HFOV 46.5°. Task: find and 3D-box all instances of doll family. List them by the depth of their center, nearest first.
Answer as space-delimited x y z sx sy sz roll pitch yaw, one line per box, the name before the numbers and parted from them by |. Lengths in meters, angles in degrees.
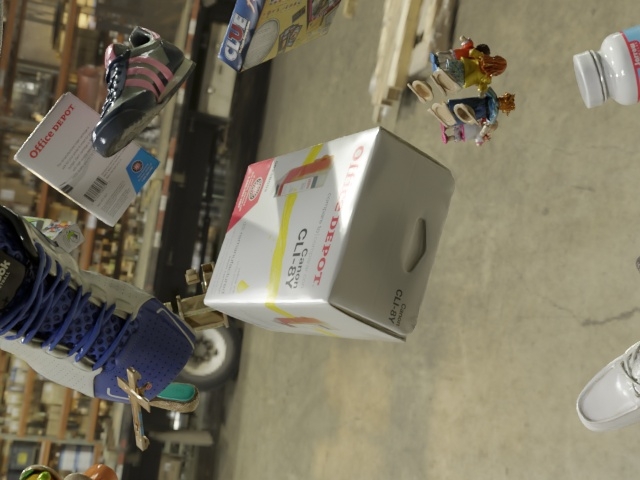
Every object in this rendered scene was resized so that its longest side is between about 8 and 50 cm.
doll family | 0.356 -0.332 1.697 0.118 0.163 0.263 -108 7 -72

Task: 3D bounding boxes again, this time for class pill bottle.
pill bottle | 0.383 -0.209 0.862 0.087 0.160 0.087 -16 -90 -76

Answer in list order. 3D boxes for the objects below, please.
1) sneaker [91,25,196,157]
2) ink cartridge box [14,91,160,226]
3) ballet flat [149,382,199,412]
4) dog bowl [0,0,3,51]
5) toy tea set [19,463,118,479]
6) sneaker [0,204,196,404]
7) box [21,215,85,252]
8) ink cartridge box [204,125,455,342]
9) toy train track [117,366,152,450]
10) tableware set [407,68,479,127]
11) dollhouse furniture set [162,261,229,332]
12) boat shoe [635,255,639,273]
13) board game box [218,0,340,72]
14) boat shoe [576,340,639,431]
sneaker | -0.322 -0.252 1.232 0.112 0.131 0.319 -40 17 31
ink cartridge box | -0.416 -0.144 1.331 0.148 0.203 0.086 -55 23 -10
ballet flat | -0.354 0.330 1.590 0.067 0.206 0.073 85 -159 -45
dog bowl | -0.439 -0.344 0.872 0.265 0.104 0.265 179 90 -72
toy tea set | -0.477 0.517 1.291 0.124 0.200 0.336 -63 -3 -67
sneaker | -0.258 0.056 0.655 0.127 0.315 0.182 -56 19 -8
box | -0.483 0.008 1.174 0.114 0.207 0.036 -49 -47 -41
ink cartridge box | 0.000 0.000 1.197 0.384 0.160 0.279 -6 62 55
toy train track | -0.151 0.141 0.630 0.048 0.014 0.083 26 126 39
tableware set | 0.261 -0.296 1.575 0.020 0.141 0.168 -48 19 -15
dollhouse furniture set | -0.336 0.156 1.872 0.161 0.182 0.101 -112 14 -49
boat shoe | 0.499 -0.040 0.892 0.285 0.103 0.092 -52 52 21
board game box | -0.037 -0.349 1.070 0.243 0.042 0.165 -40 -16 -49
boat shoe | 0.493 0.191 1.114 0.277 0.096 0.098 -41 54 21
